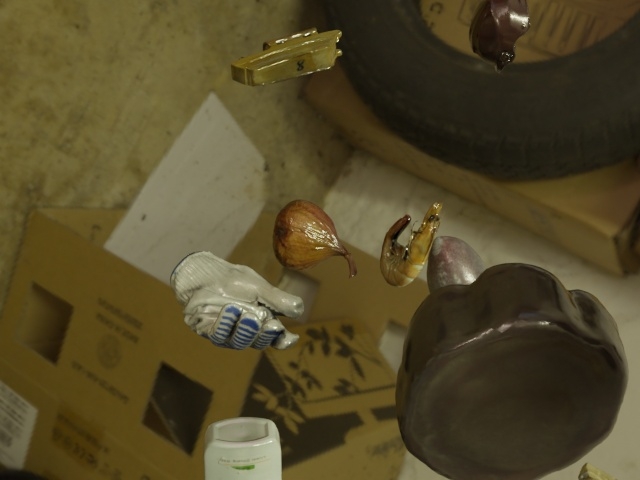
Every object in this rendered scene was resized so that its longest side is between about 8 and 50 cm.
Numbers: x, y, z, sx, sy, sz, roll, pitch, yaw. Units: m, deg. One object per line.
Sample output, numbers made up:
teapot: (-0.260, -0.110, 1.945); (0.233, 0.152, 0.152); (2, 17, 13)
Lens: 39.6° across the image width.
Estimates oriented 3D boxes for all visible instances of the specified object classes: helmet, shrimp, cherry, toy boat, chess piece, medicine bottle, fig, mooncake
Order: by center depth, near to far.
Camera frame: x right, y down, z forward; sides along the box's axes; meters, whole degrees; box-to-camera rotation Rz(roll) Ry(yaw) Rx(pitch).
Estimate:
mooncake: (0.195, 0.142, 0.934); (0.133, 0.244, 0.245); (-86, 179, -52)
helmet: (0.256, -0.313, 1.318); (0.098, 0.070, 0.123); (-88, -162, -44)
shrimp: (0.142, -0.002, 1.393); (0.045, 0.095, 0.163); (16, 115, -26)
chess piece: (0.492, 0.458, 1.575); (0.200, 0.090, 0.090); (-19, 131, -66)
cherry: (0.237, 0.055, 1.632); (0.115, 0.148, 0.188); (-44, -165, 6)
toy boat: (-0.063, -0.345, 1.671); (0.226, 0.088, 0.068); (-20, 139, -18)
fig: (0.000, 0.000, 1.803); (0.134, 0.201, 0.146); (-50, 143, -36)
medicine bottle: (-0.162, 0.520, 1.862); (0.111, 0.161, 0.296); (-105, -165, -65)

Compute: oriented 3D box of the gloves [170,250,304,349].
gloves: (-0.107, 0.086, 1.147); (0.119, 0.229, 0.097); (-41, 129, -19)
